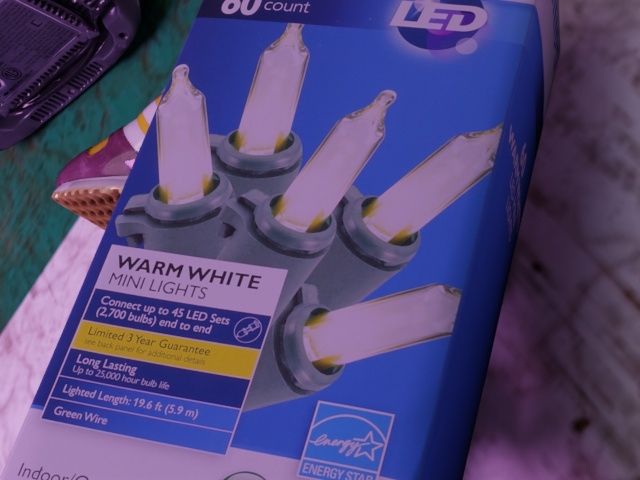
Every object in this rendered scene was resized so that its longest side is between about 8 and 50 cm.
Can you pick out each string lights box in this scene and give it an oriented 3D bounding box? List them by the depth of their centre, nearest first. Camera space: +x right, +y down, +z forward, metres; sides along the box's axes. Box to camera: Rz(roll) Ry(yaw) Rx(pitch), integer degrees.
[{"bbox_3d":[0.000,0.000,0.435,0.133,0.077,0.260,7,60,18],"label":"string lights box"}]

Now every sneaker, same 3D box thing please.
[{"bbox_3d":[-0.067,-0.054,0.631,0.185,0.069,0.084,-9,59,38],"label":"sneaker"}]

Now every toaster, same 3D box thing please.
[{"bbox_3d":[-0.202,-0.171,0.770,0.227,0.129,0.146,-32,51,36],"label":"toaster"}]
